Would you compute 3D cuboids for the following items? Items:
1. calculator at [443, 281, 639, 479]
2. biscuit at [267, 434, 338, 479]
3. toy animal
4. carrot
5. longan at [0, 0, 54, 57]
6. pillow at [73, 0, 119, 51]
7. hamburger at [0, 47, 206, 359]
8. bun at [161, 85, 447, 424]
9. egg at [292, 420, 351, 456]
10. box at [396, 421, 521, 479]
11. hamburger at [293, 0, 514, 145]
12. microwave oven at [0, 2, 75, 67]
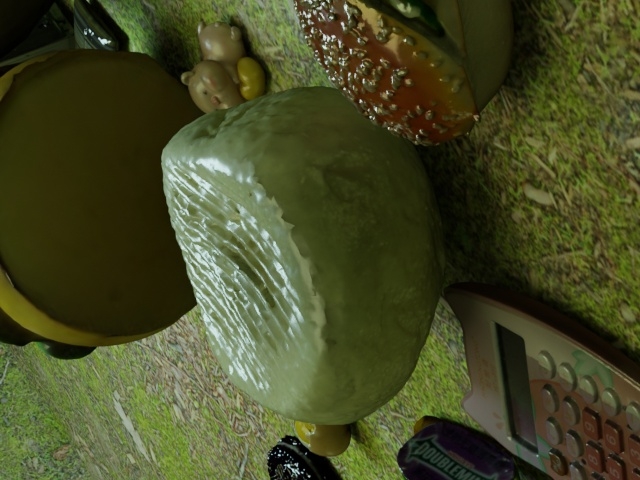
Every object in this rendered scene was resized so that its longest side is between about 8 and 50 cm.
[{"bbox_3d":[0.245,0.164,1.431,0.329,0.048,0.220,34,144,45],"label":"calculator"},{"bbox_3d":[-0.014,0.373,2.228,0.194,0.053,0.194,46,153,32],"label":"biscuit"},{"bbox_3d":[-0.114,-0.186,1.736,0.091,0.082,0.114,24,137,55],"label":"toy animal"},{"bbox_3d":[0.158,0.228,1.701,0.170,0.042,0.042,12,128,59],"label":"carrot"},{"bbox_3d":[-0.501,-0.395,1.915,0.404,0.404,0.436,63,160,-3],"label":"longan"},{"bbox_3d":[-0.313,-0.244,2.158,0.113,0.038,0.203,49,155,28],"label":"pillow"},{"bbox_3d":[-0.312,-0.043,1.945,0.277,0.395,0.396,-3,114,56],"label":"hamburger"},{"bbox_3d":[0.000,0.000,1.509,0.349,0.227,0.352,51,151,36],"label":"bun"},{"bbox_3d":[0.004,0.247,2.013,0.083,0.071,0.071,62,158,-13],"label":"egg"},{"bbox_3d":[0.178,0.359,1.681,0.134,0.097,0.345,26,146,41],"label":"box"},{"bbox_3d":[0.063,-0.184,1.271,0.237,0.147,0.237,51,159,28],"label":"hamburger"},{"bbox_3d":[-0.460,-0.309,2.241,0.205,0.163,0.129,52,154,29],"label":"microwave oven"}]
